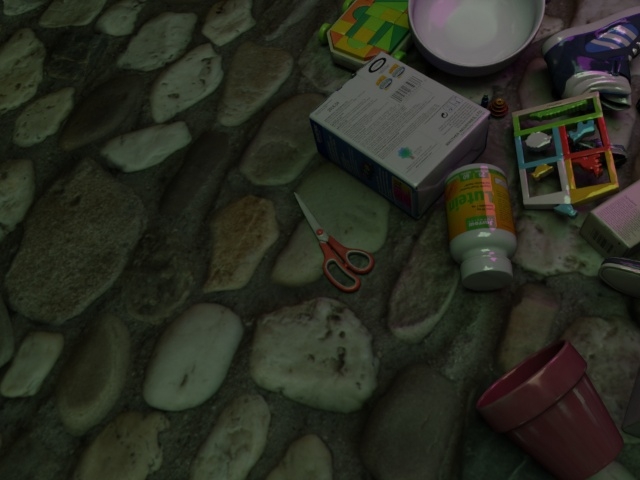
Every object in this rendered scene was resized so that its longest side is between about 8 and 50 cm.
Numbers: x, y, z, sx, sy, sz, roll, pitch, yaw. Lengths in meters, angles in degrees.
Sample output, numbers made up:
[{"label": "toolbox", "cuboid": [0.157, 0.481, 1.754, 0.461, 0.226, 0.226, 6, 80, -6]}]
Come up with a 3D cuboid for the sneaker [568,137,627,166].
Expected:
[{"label": "sneaker", "cuboid": [0.630, -0.209, 1.265, 0.135, 0.052, 0.058, 17, 53, 15]}]

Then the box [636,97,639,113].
[{"label": "box", "cuboid": [0.818, -0.270, 1.271, 0.115, 0.029, 0.162, -7, 60, 6]}]

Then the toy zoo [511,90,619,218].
[{"label": "toy zoo", "cuboid": [0.542, -0.182, 1.228, 0.192, 0.030, 0.294, -11, 64, 25]}]

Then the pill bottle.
[{"label": "pill bottle", "cuboid": [0.337, -0.026, 1.159, 0.136, 0.136, 0.246, -3, 61, 8]}]

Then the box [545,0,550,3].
[{"label": "box", "cuboid": [0.554, -0.658, 1.517, 0.168, 0.054, 0.059, -30, 61, -8]}]

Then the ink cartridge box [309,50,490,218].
[{"label": "ink cartridge box", "cuboid": [0.162, -0.274, 1.319, 0.395, 0.151, 0.270, 39, 73, 24]}]

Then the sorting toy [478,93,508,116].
[{"label": "sorting toy", "cuboid": [0.416, -0.333, 1.369, 0.101, 0.042, 0.061, -13, 60, 3]}]

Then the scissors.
[{"label": "scissors", "cuboid": [0.000, 0.000, 1.270, 0.109, 0.021, 0.297, -42, 64, -11]}]

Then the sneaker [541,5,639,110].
[{"label": "sneaker", "cuboid": [0.718, -0.416, 1.326, 0.322, 0.130, 0.237, -16, 70, -4]}]

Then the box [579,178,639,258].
[{"label": "box", "cuboid": [0.692, -0.071, 1.146, 0.275, 0.094, 0.113, -30, 61, -7]}]

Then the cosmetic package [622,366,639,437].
[{"label": "cosmetic package", "cuboid": [0.637, 0.225, 0.917, 0.138, 0.225, 0.224, 23, 68, 18]}]

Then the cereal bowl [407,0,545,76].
[{"label": "cereal bowl", "cuboid": [0.393, -0.574, 1.425, 0.338, 0.141, 0.340, -2, 80, 10]}]

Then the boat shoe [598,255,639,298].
[{"label": "boat shoe", "cuboid": [0.678, 0.073, 1.069, 0.254, 0.095, 0.079, 16, 67, 16]}]

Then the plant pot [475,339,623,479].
[{"label": "plant pot", "cuboid": [0.403, 0.301, 0.948, 0.201, 0.201, 0.180, -36, 77, -10]}]

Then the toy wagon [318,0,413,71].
[{"label": "toy wagon", "cuboid": [0.169, -0.612, 1.551, 0.267, 0.068, 0.344, 29, 70, 23]}]
